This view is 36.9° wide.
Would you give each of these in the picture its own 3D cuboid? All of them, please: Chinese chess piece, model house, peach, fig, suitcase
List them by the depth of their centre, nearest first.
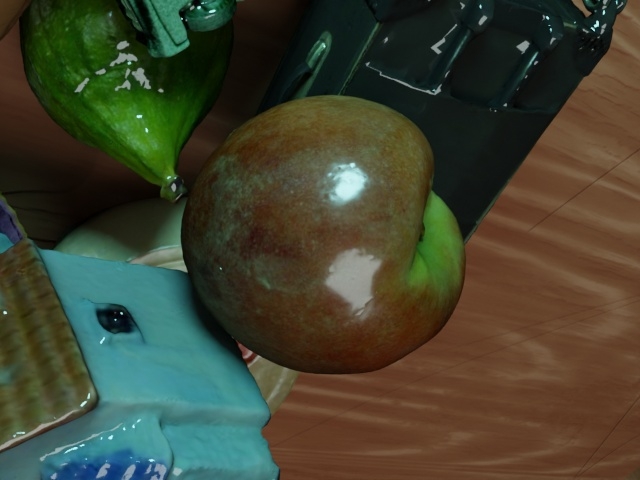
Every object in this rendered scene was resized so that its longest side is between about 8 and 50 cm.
[{"bbox_3d":[-0.254,0.137,0.802,0.329,0.295,0.252,23,113,-46],"label":"model house"},{"bbox_3d":[0.000,0.000,0.841,0.252,0.252,0.252,-15,139,-13],"label":"peach"},{"bbox_3d":[-0.162,-0.147,0.846,0.203,0.235,0.203,-13,142,-11],"label":"fig"},{"bbox_3d":[0.083,-0.138,1.009,0.283,0.194,0.434,7,130,-28],"label":"suitcase"},{"bbox_3d":[-0.182,0.110,1.131,0.338,0.140,0.338,-12,121,-20],"label":"Chinese chess piece"}]

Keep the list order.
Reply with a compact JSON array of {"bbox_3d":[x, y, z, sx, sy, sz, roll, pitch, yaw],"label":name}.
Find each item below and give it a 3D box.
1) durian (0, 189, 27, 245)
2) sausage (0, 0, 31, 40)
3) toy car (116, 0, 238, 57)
[{"bbox_3d":[-0.414,-0.005,0.953,0.186,0.154,0.261,-3,142,6],"label":"durian"},{"bbox_3d":[-0.243,-0.258,0.724,0.121,0.121,0.304,13,142,-37],"label":"sausage"},{"bbox_3d":[-0.054,-0.292,0.789,0.321,0.097,0.141,-46,146,-22],"label":"toy car"}]
